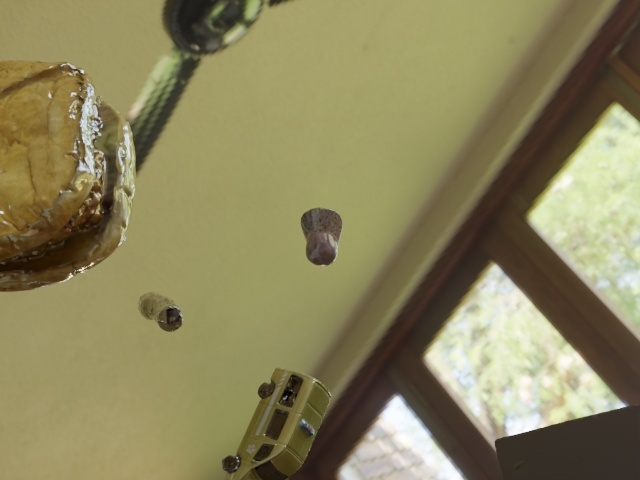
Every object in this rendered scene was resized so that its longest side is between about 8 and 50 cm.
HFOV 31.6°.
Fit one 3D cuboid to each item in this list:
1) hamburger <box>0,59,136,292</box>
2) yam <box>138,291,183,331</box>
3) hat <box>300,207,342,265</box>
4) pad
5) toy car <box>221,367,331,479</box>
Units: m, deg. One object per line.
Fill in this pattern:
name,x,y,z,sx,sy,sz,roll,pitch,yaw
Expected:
hamburger,-0.332,-0.074,1.252,0.260,0.283,0.144,-9,-32,11
yam,-0.239,0.103,1.674,0.327,0.045,0.045,-179,111,-77
hat,0.000,-0.002,1.561,0.058,0.042,0.087,3,-57,1
pad,0.400,0.333,1.644,0.265,0.159,0.009,-15,-24,5
toy car,-0.080,0.375,2.157,0.101,0.124,0.256,51,-124,-45
